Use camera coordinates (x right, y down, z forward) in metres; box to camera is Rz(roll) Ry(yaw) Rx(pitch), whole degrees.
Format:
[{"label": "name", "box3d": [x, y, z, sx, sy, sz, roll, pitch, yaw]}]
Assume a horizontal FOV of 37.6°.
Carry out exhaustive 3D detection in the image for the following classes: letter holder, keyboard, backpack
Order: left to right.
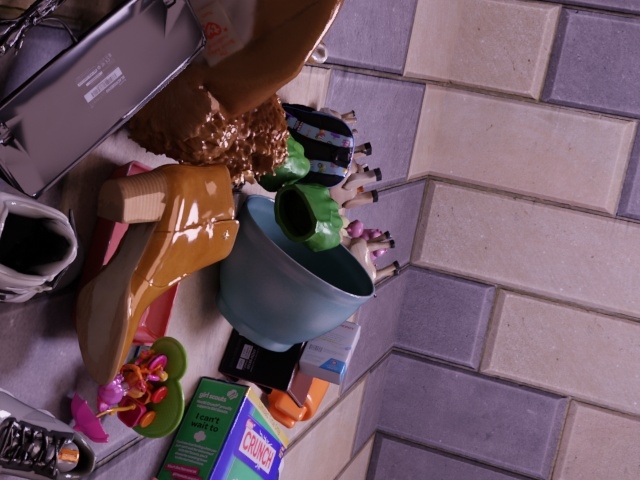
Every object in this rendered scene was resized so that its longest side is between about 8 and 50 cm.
[{"label": "keyboard", "box3d": [-0.273, -0.211, 1.069, 0.317, 0.033, 0.201, -48, 138, -24]}, {"label": "letter holder", "box3d": [-0.071, 0.180, 1.992, 0.214, 0.152, 0.301, 65, 42, -67]}, {"label": "backpack", "box3d": [-0.010, -0.183, 1.853, 0.117, 0.173, 0.158, -16, 118, -71]}]

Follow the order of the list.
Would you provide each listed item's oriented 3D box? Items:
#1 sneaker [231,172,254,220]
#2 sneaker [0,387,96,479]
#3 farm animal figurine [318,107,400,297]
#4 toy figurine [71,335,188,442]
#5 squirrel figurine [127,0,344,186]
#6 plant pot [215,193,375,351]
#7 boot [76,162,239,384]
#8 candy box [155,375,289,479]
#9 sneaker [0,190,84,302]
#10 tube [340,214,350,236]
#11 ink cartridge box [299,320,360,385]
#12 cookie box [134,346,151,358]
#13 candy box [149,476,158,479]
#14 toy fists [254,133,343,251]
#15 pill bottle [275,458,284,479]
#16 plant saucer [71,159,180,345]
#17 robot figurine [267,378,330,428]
[{"label": "sneaker", "box3d": [-0.142, -0.134, 1.602, 0.088, 0.093, 0.225, -27, 129, -69]}, {"label": "sneaker", "box3d": [-0.365, 0.246, 1.159, 0.271, 0.108, 0.100, 52, 55, -68]}, {"label": "farm animal figurine", "box3d": [0.042, -0.079, 2.052, 0.326, 0.172, 0.330, 84, -13, -48]}, {"label": "toy figurine", "box3d": [-0.288, 0.229, 1.371, 0.173, 0.130, 0.159, -60, 159, 19]}, {"label": "squirrel figurine", "box3d": [-0.121, -0.284, 1.372, 0.370, 0.281, 0.397, -57, 171, -73]}, {"label": "plant pot", "box3d": [-0.072, 0.081, 1.747, 0.196, 0.293, 0.293, -53, 169, 15]}, {"label": "boot", "box3d": [-0.207, 0.042, 1.259, 0.211, 0.104, 0.295, -8, 115, -49]}, {"label": "candy box", "box3d": [-0.197, 0.463, 1.806, 0.268, 0.122, 0.317, 64, 40, -52]}, {"label": "sneaker", "box3d": [-0.324, 0.015, 1.046, 0.330, 0.146, 0.122, 36, 68, -74]}, {"label": "tube", "box3d": [0.000, 0.000, 2.240, 0.070, 0.062, 0.240, 60, 30, -2]}, {"label": "ink cartridge box", "box3d": [0.020, 0.218, 1.885, 0.052, 0.089, 0.122, 89, 21, -51]}, {"label": "cookie box", "box3d": [-0.275, 0.217, 1.539, 0.092, 0.040, 0.107, 44, 62, -71]}, {"label": "candy box", "box3d": [-0.319, 0.514, 1.365, 0.316, 0.088, 0.183, -57, 173, 26]}, {"label": "toy fists", "box3d": [-0.056, -0.100, 1.685, 0.096, 0.279, 0.142, -40, 162, 24]}, {"label": "pill bottle", "box3d": [-0.151, 0.515, 2.057, 0.187, 0.112, 0.112, -22, 124, -70]}, {"label": "plant saucer", "box3d": [-0.273, 0.025, 1.385, 0.259, 0.048, 0.258, 25, 80, -74]}, {"label": "robot figurine", "box3d": [-0.047, 0.341, 2.237, 0.219, 0.128, 0.158, -59, 147, -42]}]
